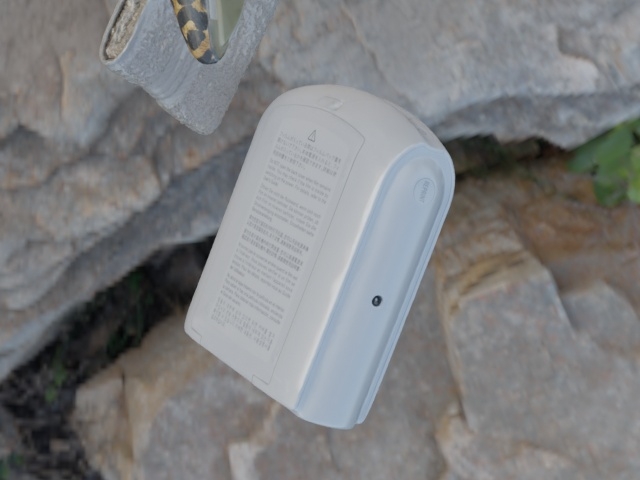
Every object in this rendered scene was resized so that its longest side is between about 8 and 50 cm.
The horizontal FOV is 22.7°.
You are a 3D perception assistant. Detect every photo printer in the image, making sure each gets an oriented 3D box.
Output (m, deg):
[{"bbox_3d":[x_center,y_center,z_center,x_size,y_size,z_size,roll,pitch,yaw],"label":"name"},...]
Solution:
[{"bbox_3d":[0.000,0.000,1.585,0.107,0.256,0.307,16,97,-36],"label":"photo printer"}]

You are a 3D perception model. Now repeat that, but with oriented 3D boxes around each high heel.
[{"bbox_3d":[-0.157,-0.215,1.222,0.186,0.261,0.093,-17,147,12],"label":"high heel"}]

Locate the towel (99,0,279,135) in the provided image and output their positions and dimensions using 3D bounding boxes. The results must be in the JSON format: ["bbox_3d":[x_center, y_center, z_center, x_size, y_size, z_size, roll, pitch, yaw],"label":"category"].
[{"bbox_3d":[-0.106,-0.261,1.607,0.187,0.049,0.282,36,74,-53],"label":"towel"}]
